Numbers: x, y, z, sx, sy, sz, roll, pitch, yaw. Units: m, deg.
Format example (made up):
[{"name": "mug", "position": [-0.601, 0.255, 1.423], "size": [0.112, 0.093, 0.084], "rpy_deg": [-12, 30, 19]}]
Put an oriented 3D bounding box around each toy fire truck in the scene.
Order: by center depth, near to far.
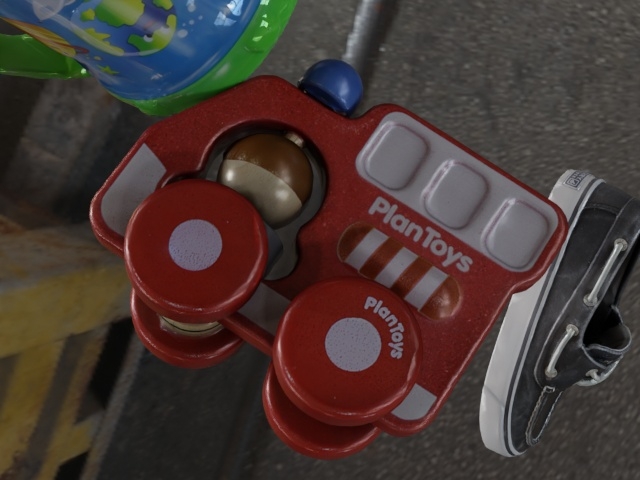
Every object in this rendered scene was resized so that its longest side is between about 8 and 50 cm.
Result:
[{"name": "toy fire truck", "position": [0.000, 0.000, 0.973], "size": [0.302, 0.169, 0.254], "rpy_deg": [34, 71, 7]}]

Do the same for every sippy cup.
[{"name": "sippy cup", "position": [-0.165, -0.233, 0.962], "size": [0.240, 0.224, 0.305], "rpy_deg": [37, 103, 40]}]

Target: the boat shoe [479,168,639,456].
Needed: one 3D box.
[{"name": "boat shoe", "position": [0.225, 0.085, 1.172], "size": [0.102, 0.108, 0.301], "rpy_deg": [26, 121, 23]}]
